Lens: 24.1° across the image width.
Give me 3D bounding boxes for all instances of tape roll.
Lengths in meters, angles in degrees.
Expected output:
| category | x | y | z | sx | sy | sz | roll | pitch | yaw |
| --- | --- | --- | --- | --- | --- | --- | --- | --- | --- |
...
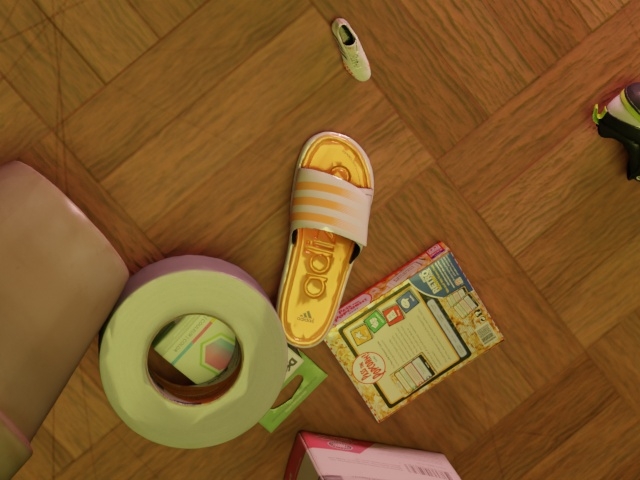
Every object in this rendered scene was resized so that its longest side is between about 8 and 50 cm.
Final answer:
| category | x | y | z | sx | sy | sz | roll | pitch | yaw |
| --- | --- | --- | --- | --- | --- | --- | --- | --- | --- |
| tape roll | -0.150 | 0.130 | 1.757 | 0.219 | 0.072 | 0.219 | -2 | 105 | -9 |

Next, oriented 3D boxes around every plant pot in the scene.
| category | x | y | z | sx | sy | sz | roll | pitch | yaw |
| --- | --- | --- | --- | --- | --- | --- | --- | --- | --- |
| plant pot | -0.375 | 0.074 | 1.668 | 0.280 | 0.323 | 0.323 | -45 | 109 | -15 |

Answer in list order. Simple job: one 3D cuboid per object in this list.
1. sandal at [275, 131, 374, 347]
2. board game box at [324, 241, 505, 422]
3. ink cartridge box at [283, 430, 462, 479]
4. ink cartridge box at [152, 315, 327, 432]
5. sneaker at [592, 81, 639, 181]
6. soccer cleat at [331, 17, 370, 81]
| category | x | y | z | sx | sy | sz | roll | pitch | yaw |
| --- | --- | --- | --- | --- | --- | --- | --- | --- | --- |
| sandal | 0.010 | 0.003 | 1.802 | 0.102 | 0.076 | 0.265 | 10 | 90 | -11 |
| board game box | 0.113 | 0.115 | 1.884 | 0.193 | 0.045 | 0.146 | -33 | 108 | -1 |
| ink cartridge box | 0.080 | 0.345 | 1.813 | 0.207 | 0.283 | 0.117 | 12 | 102 | -13 |
| ink cartridge box | -0.095 | 0.149 | 1.843 | 0.209 | 0.062 | 0.109 | 42 | 94 | -18 |
| sneaker | 0.433 | -0.103 | 1.888 | 0.097 | 0.084 | 0.235 | -38 | 109 | 26 |
| soccer cleat | 0.037 | -0.226 | 1.786 | 0.029 | 0.035 | 0.083 | -26 | 107 | -4 |
